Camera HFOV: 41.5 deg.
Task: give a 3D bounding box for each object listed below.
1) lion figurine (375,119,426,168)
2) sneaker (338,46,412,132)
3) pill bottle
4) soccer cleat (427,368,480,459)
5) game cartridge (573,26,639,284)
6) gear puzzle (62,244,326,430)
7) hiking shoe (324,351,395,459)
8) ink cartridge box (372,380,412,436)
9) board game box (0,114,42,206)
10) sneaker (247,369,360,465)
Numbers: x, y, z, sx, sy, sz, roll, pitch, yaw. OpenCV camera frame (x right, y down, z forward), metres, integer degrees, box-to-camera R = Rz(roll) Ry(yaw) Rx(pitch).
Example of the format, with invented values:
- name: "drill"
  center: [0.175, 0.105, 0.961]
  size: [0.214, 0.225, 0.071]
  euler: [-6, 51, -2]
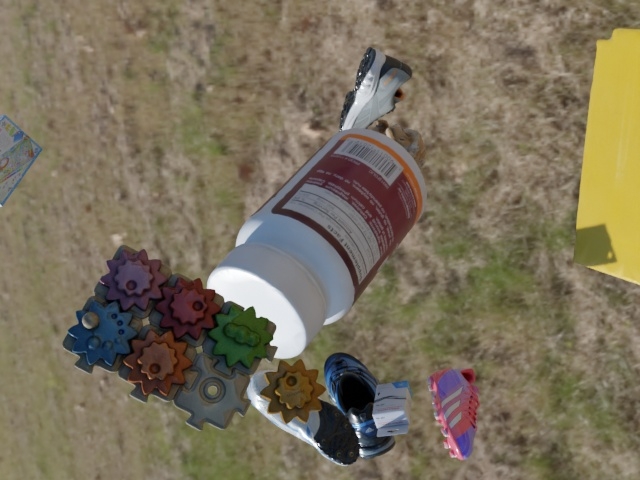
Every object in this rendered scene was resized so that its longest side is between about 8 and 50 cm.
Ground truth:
- name: "lion figurine"
  center: [0.106, -0.160, 2.074]
  size: [0.392, 0.142, 0.240]
  euler: [-41, 24, 32]
- name: "sneaker"
  center: [0.106, -0.281, 1.756]
  size: [0.271, 0.108, 0.100]
  euler: [121, 161, -57]
- name: "pill bottle"
  center: [0.000, 0.000, 1.422]
  size: [0.224, 0.392, 0.224]
  euler: [23, 138, 22]
- name: "soccer cleat"
  center: [0.254, 0.304, 1.532]
  size: [0.248, 0.095, 0.083]
  euler: [-93, -16, -71]
- name: "game cartridge"
  center: [0.445, -0.092, 1.028]
  size: [0.285, 0.053, 0.323]
  euler: [25, 117, 55]
- name: "gear puzzle"
  center: [-0.150, 0.146, 1.085]
  size: [0.175, 0.339, 0.044]
  euler: [-63, 3, -21]
- name: "hiking shoe"
  center: [0.076, 0.306, 1.744]
  size: [0.304, 0.113, 0.132]
  euler: [-124, 14, -58]
- name: "ink cartridge box"
  center: [0.102, 0.239, 1.201]
  size: [0.048, 0.083, 0.028]
  euler: [-12, 117, 17]
- name: "board game box"
  center: [-0.628, -0.156, 1.656]
  size: [0.026, 0.154, 0.103]
  euler: [-6, 138, 41]
- name: "sneaker"
  center: [-0.029, 0.318, 1.512]
  size: [0.237, 0.085, 0.086]
  euler: [36, 154, 10]
